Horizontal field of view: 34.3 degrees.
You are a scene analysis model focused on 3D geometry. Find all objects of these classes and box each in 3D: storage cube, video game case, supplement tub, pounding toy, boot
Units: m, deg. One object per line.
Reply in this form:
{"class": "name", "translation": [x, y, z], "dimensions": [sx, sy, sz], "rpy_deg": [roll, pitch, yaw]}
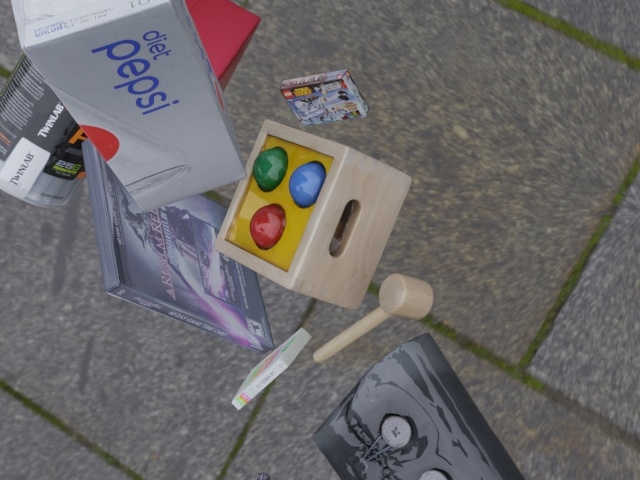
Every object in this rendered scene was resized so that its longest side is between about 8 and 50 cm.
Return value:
{"class": "storage cube", "translation": [-0.229, -0.257, 1.505], "dimensions": [0.183, 0.193, 0.215], "rpy_deg": [31, 138, -5]}
{"class": "video game case", "translation": [-0.160, 0.011, 1.198], "dimensions": [0.026, 0.274, 0.196], "rpy_deg": [-29, 58, 21]}
{"class": "supplement tub", "translation": [-0.430, -0.229, 1.734], "dimensions": [0.193, 0.193, 0.316], "rpy_deg": [40, 108, 13]}
{"class": "pounding toy", "translation": [0.000, 0.010, 0.879], "dimensions": [0.206, 0.094, 0.181], "rpy_deg": [25, 93, 50]}
{"class": "boot", "translation": [0.235, 0.292, 1.232], "dimensions": [0.367, 0.146, 0.445], "rpy_deg": [-43, 61, 15]}

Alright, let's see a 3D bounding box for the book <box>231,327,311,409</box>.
{"class": "book", "translation": [-0.080, 0.213, 1.707], "dimensions": [0.035, 0.096, 0.144], "rpy_deg": [44, 125, -2]}

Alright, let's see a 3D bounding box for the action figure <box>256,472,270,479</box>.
{"class": "action figure", "translation": [-0.124, 0.438, 1.670], "dimensions": [0.285, 0.185, 0.099], "rpy_deg": [-7, 105, 49]}

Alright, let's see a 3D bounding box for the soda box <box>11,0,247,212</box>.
{"class": "soda box", "translation": [-0.130, -0.120, 0.751], "dimensions": [0.098, 0.286, 0.091], "rpy_deg": [-18, 71, -1]}

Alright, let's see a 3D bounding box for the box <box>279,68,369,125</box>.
{"class": "box", "translation": [0.007, -0.253, 1.845], "dimensions": [0.137, 0.094, 0.027], "rpy_deg": [-4, 48, 33]}
